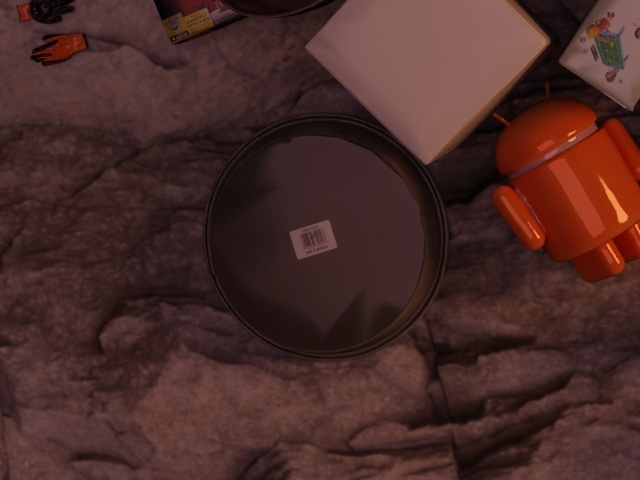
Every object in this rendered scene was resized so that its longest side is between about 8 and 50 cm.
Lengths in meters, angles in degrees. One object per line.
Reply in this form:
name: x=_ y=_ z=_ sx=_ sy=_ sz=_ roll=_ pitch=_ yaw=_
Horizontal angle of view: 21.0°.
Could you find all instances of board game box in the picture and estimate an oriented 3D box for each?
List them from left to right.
board game box: x=-0.112 y=-0.348 z=1.965 sx=0.194 sy=0.060 sz=0.194 roll=-21 pitch=92 yaw=13
board game box: x=0.369 y=-0.292 z=1.798 sx=0.097 sy=0.224 sz=0.303 roll=34 pitch=102 yaw=3

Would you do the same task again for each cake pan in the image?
cake pan: x=0.000 y=0.000 z=1.990 sx=0.293 sy=0.054 sz=0.293 roll=1 pitch=97 yaw=11

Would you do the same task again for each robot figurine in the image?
robot figurine: x=0.276 y=-0.064 z=1.893 sx=0.158 sy=0.128 sz=0.219 roll=-31 pitch=91 yaw=15

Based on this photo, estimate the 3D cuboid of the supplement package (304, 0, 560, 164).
supplement package: x=0.126 y=-0.207 z=1.818 sx=0.177 sy=0.293 sz=0.175 roll=45 pitch=102 yaw=3

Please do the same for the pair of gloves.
pair of gloves: x=-0.317 y=-0.251 z=2.041 sx=0.074 sy=0.010 sz=0.083 roll=-15 pitch=91 yaw=14

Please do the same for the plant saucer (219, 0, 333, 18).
plant saucer: x=0.004 y=-0.364 z=1.816 sx=0.310 sy=0.050 sz=0.311 roll=-21 pitch=56 yaw=35
